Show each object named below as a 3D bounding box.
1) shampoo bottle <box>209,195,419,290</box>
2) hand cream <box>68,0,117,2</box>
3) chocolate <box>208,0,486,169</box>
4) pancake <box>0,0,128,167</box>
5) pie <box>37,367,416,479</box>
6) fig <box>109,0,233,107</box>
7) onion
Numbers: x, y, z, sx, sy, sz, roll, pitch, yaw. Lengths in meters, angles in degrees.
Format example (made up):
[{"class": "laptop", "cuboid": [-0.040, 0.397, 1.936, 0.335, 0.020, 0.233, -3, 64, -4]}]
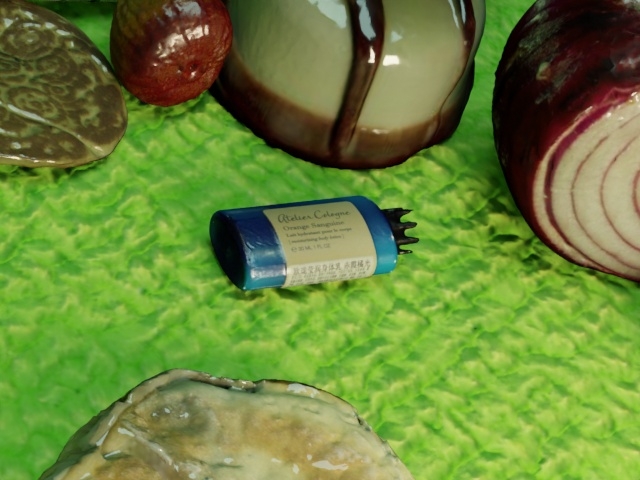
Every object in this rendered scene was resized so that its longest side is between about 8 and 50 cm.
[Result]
[{"class": "shampoo bottle", "cuboid": [0.000, 0.000, 1.701, 0.183, 0.050, 0.087, -6, 45, -29]}, {"class": "hand cream", "cuboid": [-0.214, -0.257, 1.882, 0.234, 0.050, 0.080, -5, 48, -47]}, {"class": "chocolate", "cuboid": [0.036, -0.219, 1.850, 0.283, 0.186, 0.283, 12, 41, -11]}, {"class": "pancake", "cuboid": [-0.292, -0.146, 1.747, 0.250, 0.031, 0.250, 13, 39, -10]}, {"class": "pie", "cuboid": [-0.047, 0.219, 1.431, 0.337, 0.075, 0.337, 15, 36, -11]}, {"class": "fig", "cuboid": [-0.146, -0.186, 1.810, 0.119, 0.119, 0.153, 3, 13, -21]}, {"class": "onion", "cuboid": [0.321, -0.123, 1.814, 0.337, 0.282, 0.260, -1, 41, -5]}]
